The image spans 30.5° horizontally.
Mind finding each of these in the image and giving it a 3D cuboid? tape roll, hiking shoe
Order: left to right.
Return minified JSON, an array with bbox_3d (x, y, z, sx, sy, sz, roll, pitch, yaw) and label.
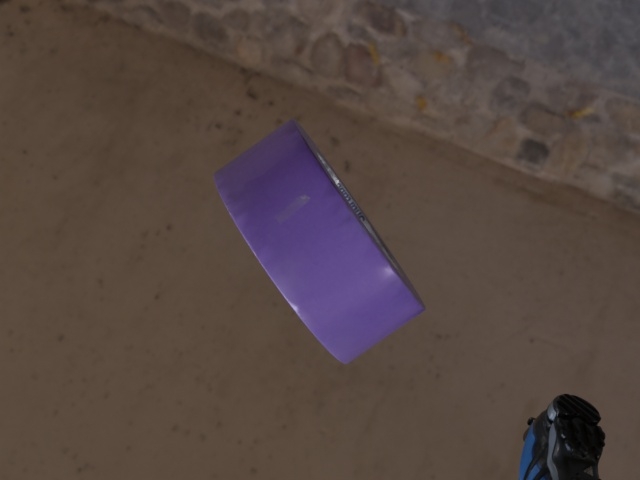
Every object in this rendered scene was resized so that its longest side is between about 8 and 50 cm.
[{"bbox_3d":[0.000,0.000,0.945,0.080,0.189,0.189,-35,124,4],"label":"tape roll"},{"bbox_3d":[0.347,0.379,1.696,0.113,0.304,0.132,21,144,-13],"label":"hiking shoe"}]
